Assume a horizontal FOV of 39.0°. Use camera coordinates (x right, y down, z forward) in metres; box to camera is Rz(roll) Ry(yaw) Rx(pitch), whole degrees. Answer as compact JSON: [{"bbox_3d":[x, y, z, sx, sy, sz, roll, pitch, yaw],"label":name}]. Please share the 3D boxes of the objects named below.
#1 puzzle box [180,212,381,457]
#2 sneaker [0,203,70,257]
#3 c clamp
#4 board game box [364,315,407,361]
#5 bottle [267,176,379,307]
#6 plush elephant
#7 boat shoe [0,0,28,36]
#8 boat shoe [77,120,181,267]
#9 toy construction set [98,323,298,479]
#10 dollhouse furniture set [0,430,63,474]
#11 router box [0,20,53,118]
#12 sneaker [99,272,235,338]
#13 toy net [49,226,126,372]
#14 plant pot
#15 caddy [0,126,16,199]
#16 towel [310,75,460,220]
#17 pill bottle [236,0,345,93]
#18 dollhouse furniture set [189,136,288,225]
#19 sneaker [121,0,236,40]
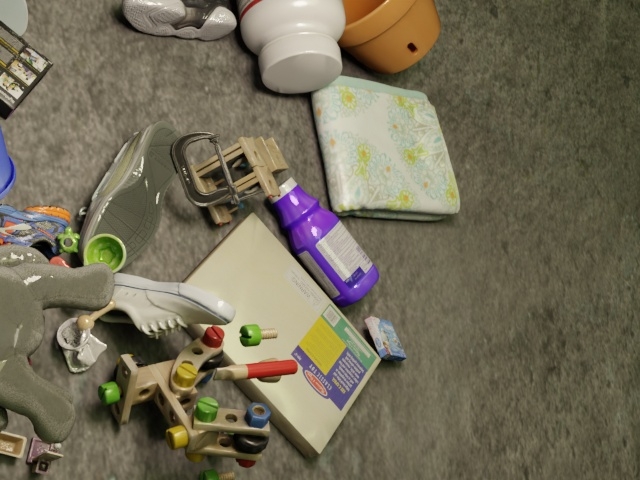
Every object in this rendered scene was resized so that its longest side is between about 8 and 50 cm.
[{"bbox_3d":[-0.081,0.179,1.734,0.409,0.052,0.272,50,47,-10],"label":"puzzle box"},{"bbox_3d":[-0.507,-0.011,1.456,0.221,0.083,0.087,-1,78,-36],"label":"sneaker"},{"bbox_3d":[-0.196,-0.132,1.665,0.137,0.022,0.161,-26,103,-10],"label":"c clamp"},{"bbox_3d":[0.137,0.207,1.889,0.090,0.020,0.090,20,41,-56],"label":"board game box"},{"bbox_3d":[0.000,0.000,1.856,0.283,0.092,0.118,52,47,-8],"label":"bottle"},{"bbox_3d":[-0.508,0.136,1.289,0.330,0.255,0.272,22,66,-40],"label":"plush elephant"},{"bbox_3d":[-0.576,-0.456,1.617,0.065,0.083,0.183,-21,112,-17],"label":"boat shoe"},{"bbox_3d":[-0.349,-0.076,1.613,0.118,0.103,0.320,44,52,-38],"label":"boat shoe"},{"bbox_3d":[-0.211,0.247,1.444,0.237,0.309,0.257,0,62,-34],"label":"toy construction set"},{"bbox_3d":[-0.445,0.324,1.345,0.114,0.081,0.091,24,56,-29],"label":"dollhouse furniture set"},{"bbox_3d":[-0.575,-0.317,1.562,0.179,0.046,0.133,40,50,-18],"label":"router box"},{"bbox_3d":[-0.259,0.122,1.506,0.094,0.258,0.091,50,54,-51],"label":"sneaker"},{"bbox_3d":[-0.393,0.099,1.469,0.122,0.045,0.232,11,86,-8],"label":"toy net"},{"bbox_3d":[0.147,-0.531,2.121,0.203,0.291,0.291,44,46,-38],"label":"plant pot"},{"bbox_3d":[-0.600,-0.091,1.302,0.241,0.179,0.341,15,37,14],"label":"caddy"},{"bbox_3d":[0.152,-0.208,2.082,0.374,0.090,0.320,2,68,-39],"label":"towel"},{"bbox_3d":[-0.071,-0.539,1.957,0.229,0.229,0.408,4,68,-38],"label":"pill bottle"},{"bbox_3d":[-0.147,-0.120,1.796,0.129,0.129,0.183,64,17,2],"label":"dollhouse furniture set"},{"bbox_3d":[-0.299,-0.502,1.844,0.268,0.101,0.153,-2,70,-46],"label":"sneaker"}]
